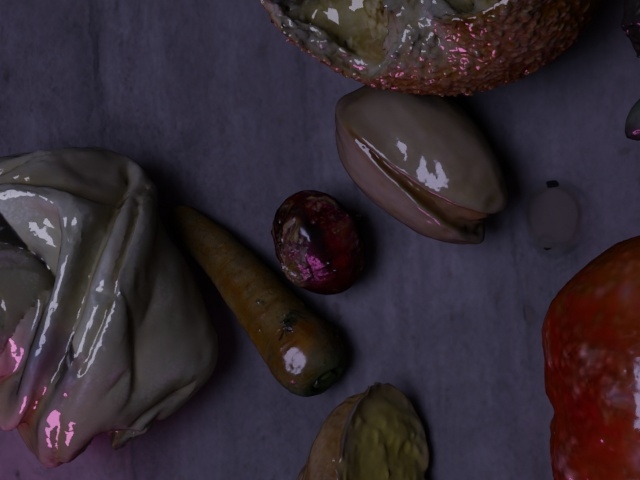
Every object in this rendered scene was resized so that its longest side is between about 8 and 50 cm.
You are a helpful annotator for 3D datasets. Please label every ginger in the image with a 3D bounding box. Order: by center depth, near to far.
[{"bbox_3d":[0.015,0.303,1.703,0.190,0.126,0.354,30,106,46],"label":"ginger"}]

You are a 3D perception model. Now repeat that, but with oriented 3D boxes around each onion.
[{"bbox_3d":[0.000,0.000,1.724,0.107,0.097,0.107,49,156,31],"label":"onion"}]

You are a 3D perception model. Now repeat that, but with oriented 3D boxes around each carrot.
[{"bbox_3d":[-0.081,0.041,1.798,0.298,0.078,0.078,46,116,30],"label":"carrot"}]

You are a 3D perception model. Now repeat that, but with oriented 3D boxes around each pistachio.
[{"bbox_3d":[0.091,-0.072,1.632,0.185,0.124,0.124,42,114,24],"label":"pistachio"}]

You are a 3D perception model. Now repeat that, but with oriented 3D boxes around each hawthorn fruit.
[{"bbox_3d":[0.305,0.128,1.399,0.284,0.284,0.284,1,92,36],"label":"hawthorn fruit"}]

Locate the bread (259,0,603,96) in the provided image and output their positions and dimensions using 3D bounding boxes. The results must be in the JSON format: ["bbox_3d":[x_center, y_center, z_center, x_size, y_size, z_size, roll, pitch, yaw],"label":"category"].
[{"bbox_3d":[0.119,-0.209,1.559,0.314,0.192,0.171,-11,63,27],"label":"bread"}]

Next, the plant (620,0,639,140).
[{"bbox_3d":[0.315,-0.136,1.454,0.149,0.146,0.274,1,92,33],"label":"plant"}]

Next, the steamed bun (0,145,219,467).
[{"bbox_3d":[-0.312,0.070,1.839,0.394,0.237,0.346,25,112,37],"label":"steamed bun"}]
